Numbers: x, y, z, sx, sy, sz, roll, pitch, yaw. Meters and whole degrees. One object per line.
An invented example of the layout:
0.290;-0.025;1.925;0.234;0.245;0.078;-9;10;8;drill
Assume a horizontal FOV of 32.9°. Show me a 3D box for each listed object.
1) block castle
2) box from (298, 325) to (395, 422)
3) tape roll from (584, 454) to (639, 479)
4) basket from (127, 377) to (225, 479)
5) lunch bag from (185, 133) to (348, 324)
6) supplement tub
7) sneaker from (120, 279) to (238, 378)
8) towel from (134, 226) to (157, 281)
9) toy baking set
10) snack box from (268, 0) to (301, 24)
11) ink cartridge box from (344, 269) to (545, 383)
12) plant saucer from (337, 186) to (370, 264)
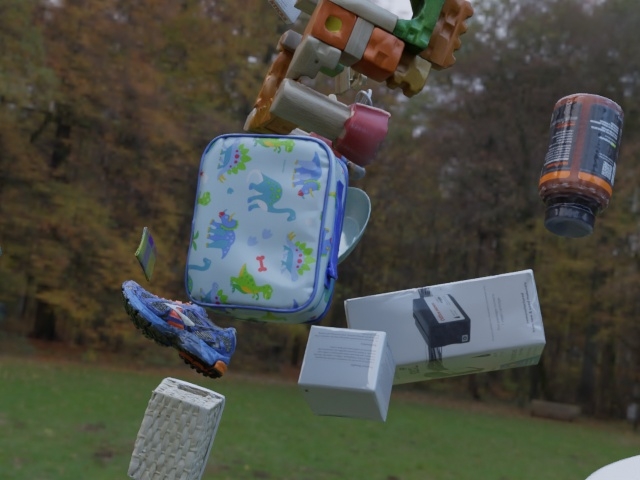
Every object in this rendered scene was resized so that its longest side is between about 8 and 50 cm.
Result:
0.076;-0.317;1.615;0.213;0.453;0.303;24;-10;-12;block castle
0.036;0.172;1.389;0.101;0.087;0.102;4;-32;16;box
0.537;0.363;1.416;0.392;0.072;0.392;-4;7;1;tape roll
-0.239;0.325;1.787;0.113;0.167;0.103;18;4;5;basket
-0.059;-0.012;1.271;0.176;0.219;0.090;2;-13;17;lunch bag
0.375;-0.106;1.572;0.106;0.197;0.106;14;-20;5;supplement tub
-0.227;0.131;1.737;0.221;0.087;0.083;35;-28;7;sneaker
-0.281;0.023;1.748;0.009;0.060;0.083;5;-31;10;towel
0.050;-0.232;1.892;0.030;0.256;0.196;0;-31;-14;toy baking set
-0.092;-0.488;2.008;0.022;0.064;0.178;1;-38;46;snack box
0.209;0.155;1.819;0.308;0.129;0.223;-9;-15;5;ink cartridge box
0.000;0.000;1.626;0.195;0.195;0.037;2;-41;47;plant saucer
